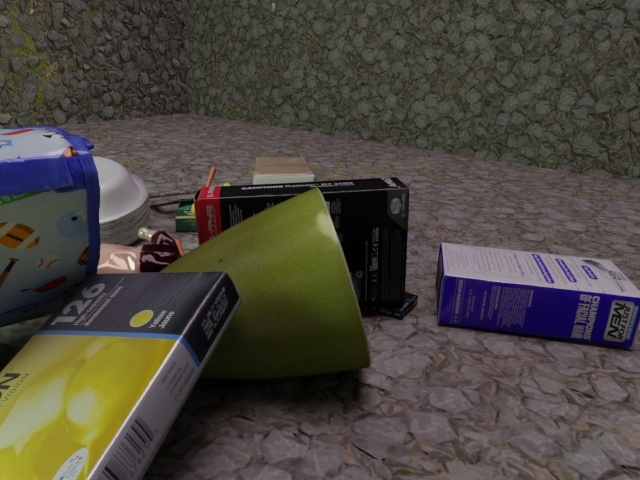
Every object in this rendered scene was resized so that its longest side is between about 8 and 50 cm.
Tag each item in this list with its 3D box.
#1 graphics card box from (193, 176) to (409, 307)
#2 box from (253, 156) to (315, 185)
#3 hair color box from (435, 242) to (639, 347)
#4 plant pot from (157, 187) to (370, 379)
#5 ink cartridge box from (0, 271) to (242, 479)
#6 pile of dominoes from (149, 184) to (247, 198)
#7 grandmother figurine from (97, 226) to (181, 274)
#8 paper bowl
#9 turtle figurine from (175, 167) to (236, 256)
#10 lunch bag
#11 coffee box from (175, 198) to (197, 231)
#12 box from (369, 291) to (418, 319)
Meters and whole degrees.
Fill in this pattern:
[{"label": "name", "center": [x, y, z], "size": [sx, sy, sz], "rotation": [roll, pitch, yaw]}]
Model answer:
[{"label": "graphics card box", "center": [-0.029, 0.012, 0.954], "size": [0.370, 0.233, 0.094], "rotation": [-4, 20, -5]}, {"label": "box", "center": [-0.094, -0.128, 1.297], "size": [0.147, 0.121, 0.311], "rotation": [-2, 17, -7]}, {"label": "hair color box", "center": [0.396, 0.096, 0.999], "size": [0.338, 0.110, 0.185], "rotation": [5, 19, 10]}, {"label": "plant pot", "center": [-0.107, 0.094, 0.771], "size": [0.293, 0.275, 0.275], "rotation": [-16, 23, -4]}, {"label": "ink cartridge box", "center": [-0.282, 0.153, 0.577], "size": [0.307, 0.072, 0.304], "rotation": [-2, 38, 22]}, {"label": "pile of dominoes", "center": [-0.364, -0.129, 1.548], "size": [0.251, 0.040, 0.196], "rotation": [-12, 9, -39]}, {"label": "grandmother figurine", "center": [-0.356, 0.046, 1.055], "size": [0.342, 0.104, 0.208], "rotation": [3, 48, -8]}, {"label": "paper bowl", "center": [-0.559, -0.101, 1.253], "size": [0.284, 0.148, 0.284], "rotation": [5, 33, -3]}, {"label": "turtle figurine", "center": [-0.167, -0.060, 1.064], "size": [0.217, 0.087, 0.270], "rotation": [10, 44, -6]}, {"label": "lunch bag", "center": [-0.472, -0.010, 0.665], "size": [0.327, 0.239, 0.385], "rotation": [-16, -8, -33]}, {"label": "coffee box", "center": [-0.335, -0.073, 1.440], "size": [0.113, 0.041, 0.184], "rotation": [-1, 21, -8]}, {"label": "box", "center": [0.144, 0.121, 1.018], "size": [0.067, 0.018, 0.083], "rotation": [15, 24, 29]}]
